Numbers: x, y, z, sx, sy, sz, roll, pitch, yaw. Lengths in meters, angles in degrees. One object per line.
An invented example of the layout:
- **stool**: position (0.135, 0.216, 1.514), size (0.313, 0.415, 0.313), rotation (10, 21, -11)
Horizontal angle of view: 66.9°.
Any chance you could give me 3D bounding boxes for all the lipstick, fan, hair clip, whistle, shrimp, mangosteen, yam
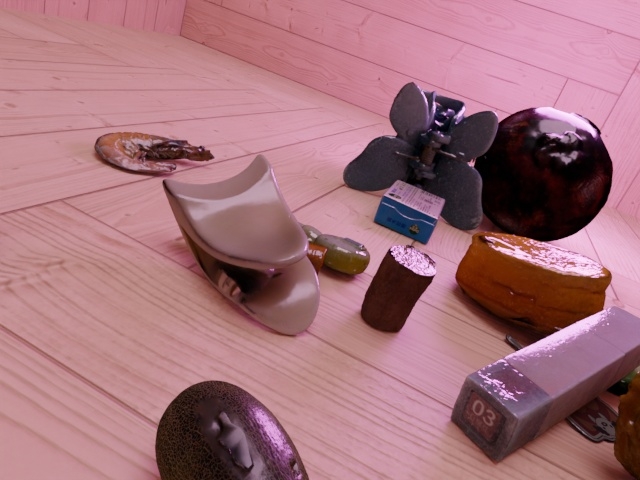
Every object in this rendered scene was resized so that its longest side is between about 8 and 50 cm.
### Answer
- **lipstick**: position (0.335, 0.177, 0.661), size (0.371, 0.076, 0.080), rotation (-11, 33, -35)
- **fan**: position (0.365, 0.219, 0.747), size (0.132, 0.009, 0.220), rotation (6, 28, -34)
- **hair clip**: position (0.300, -0.256, 1.363), size (0.392, 0.318, 0.238), rotation (20, 21, 5)
- **whistle**: position (0.000, 0.000, 0.876), size (0.198, 0.057, 0.104), rotation (28, 14, 24)
- **shrimp**: position (-0.340, -0.179, 1.026), size (0.251, 0.052, 0.143), rotation (-4, 43, -29)
- **hair clip**: position (-0.095, 0.002, 0.703), size (0.172, 0.113, 0.282), rotation (-21, 46, -25)
- **mangosteen**: position (0.627, -0.197, 1.401), size (0.381, 0.381, 0.421), rotation (24, 19, 9)
- **yam**: position (0.114, 0.074, 0.725), size (0.084, 0.127, 0.084), rotation (16, 28, -9)

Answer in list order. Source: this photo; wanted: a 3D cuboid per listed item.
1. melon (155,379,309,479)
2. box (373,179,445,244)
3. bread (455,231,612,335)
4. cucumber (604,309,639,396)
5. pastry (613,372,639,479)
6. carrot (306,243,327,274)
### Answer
- **melon**: position (-0.066, 0.182, 0.381), size (0.099, 0.099, 0.162), rotation (-8, 41, -47)
- **box**: position (0.224, -0.076, 1.198), size (0.139, 0.073, 0.194), rotation (24, 24, 10)
- **bread**: position (0.384, 0.078, 0.892), size (0.270, 0.142, 0.195), rotation (24, 21, 39)
- **cucumber**: position (0.511, 0.202, 0.827), size (0.115, 0.063, 0.244), rotation (27, 26, 33)
- **pastry**: position (0.444, 0.231, 0.563), size (0.189, 0.188, 0.103), rotation (13, 11, -16)
- **carrot**: position (-0.096, 0.009, 0.790), size (0.210, 0.061, 0.061), rotation (18, 23, 2)
